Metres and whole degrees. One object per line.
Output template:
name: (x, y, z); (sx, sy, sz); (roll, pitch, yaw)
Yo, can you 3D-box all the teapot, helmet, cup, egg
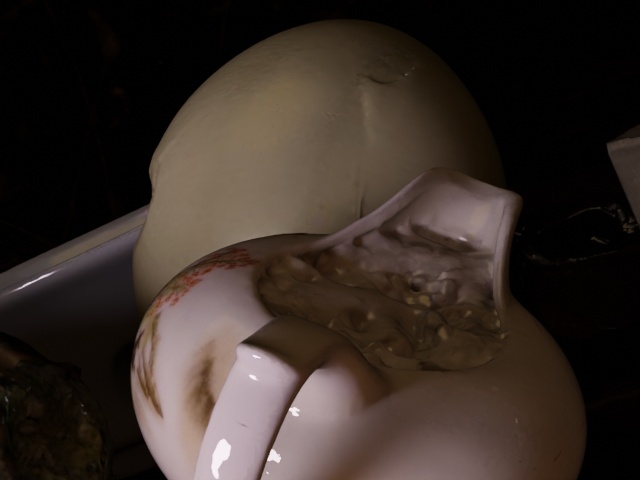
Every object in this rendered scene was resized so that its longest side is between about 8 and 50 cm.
teapot: (0.017, 0.062, 0.705); (0.204, 0.139, 0.298); (22, 25, 10)
helmet: (0.161, 0.024, 0.960); (0.098, 0.070, 0.123); (-14, 16, -11)
cup: (-0.128, 0.066, 1.177); (0.347, 0.163, 0.347); (-26, 5, 3)
egg: (0.000, 0.000, 0.942); (0.219, 0.269, 0.219); (4, -18, 1)

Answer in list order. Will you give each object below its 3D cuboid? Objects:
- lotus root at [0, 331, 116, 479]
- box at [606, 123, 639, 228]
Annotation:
lotus root: (-0.286, 0.142, 0.785); (0.397, 0.179, 0.196); (-17, -9, 21)
box: (0.260, -0.016, 0.636); (0.155, 0.149, 0.231); (-28, 8, -34)
